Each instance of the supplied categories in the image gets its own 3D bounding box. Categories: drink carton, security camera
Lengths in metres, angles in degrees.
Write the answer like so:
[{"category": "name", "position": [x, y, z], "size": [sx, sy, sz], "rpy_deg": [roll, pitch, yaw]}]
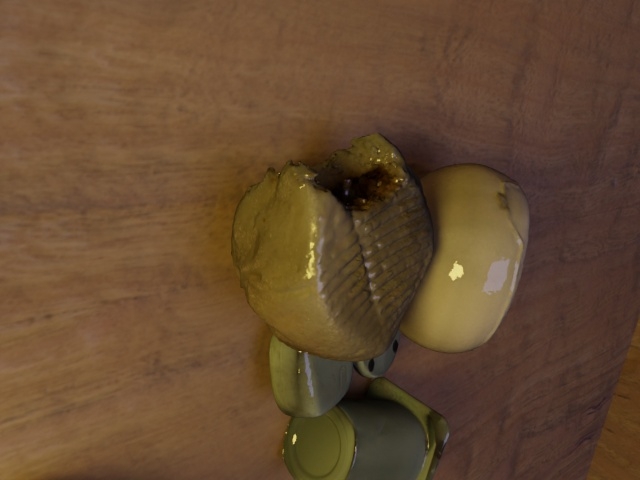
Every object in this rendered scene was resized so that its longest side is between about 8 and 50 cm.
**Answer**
[{"category": "drink carton", "position": [0.063, 0.328, 1.096], "size": [0.189, 0.185, 0.191], "rpy_deg": [14, 100, -47]}, {"category": "security camera", "position": [0.031, 0.154, 1.053], "size": [0.301, 0.080, 0.157], "rpy_deg": [-21, 109, -53]}]

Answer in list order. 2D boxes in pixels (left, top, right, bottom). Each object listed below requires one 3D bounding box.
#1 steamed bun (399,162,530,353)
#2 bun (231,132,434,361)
[{"category": "steamed bun", "position": [0.175, 0.019, 1.025], "size": [0.283, 0.177, 0.283], "rpy_deg": [-166, -90, -86]}, {"category": "bun", "position": [0.005, 0.013, 0.856], "size": [0.281, 0.205, 0.282], "rpy_deg": [-7, 100, -47]}]
